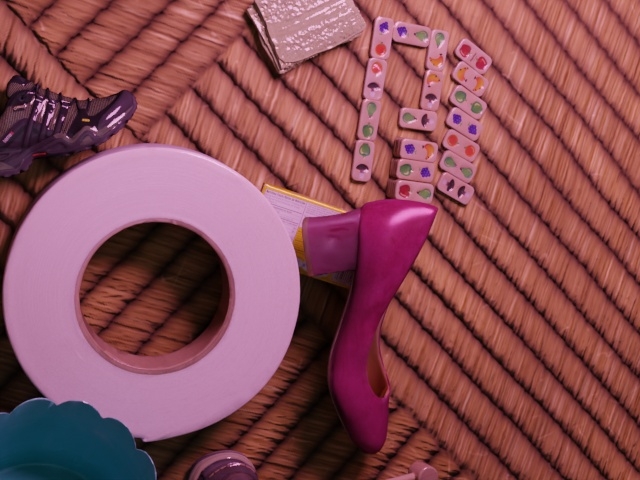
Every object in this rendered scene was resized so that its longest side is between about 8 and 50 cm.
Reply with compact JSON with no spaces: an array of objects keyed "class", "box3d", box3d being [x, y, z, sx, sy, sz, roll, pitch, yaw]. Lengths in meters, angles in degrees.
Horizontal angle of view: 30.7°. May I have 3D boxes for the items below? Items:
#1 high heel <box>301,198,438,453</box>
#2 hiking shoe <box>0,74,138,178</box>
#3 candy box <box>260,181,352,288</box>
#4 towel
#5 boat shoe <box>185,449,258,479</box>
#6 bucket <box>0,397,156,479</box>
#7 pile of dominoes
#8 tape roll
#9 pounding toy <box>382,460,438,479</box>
[{"class":"high heel","box3d":[0.096,0.127,1.585,0.181,0.127,0.377,-7,116,13]},{"class":"hiking shoe","box3d":[-0.345,-0.160,1.468,0.226,0.086,0.114,-23,107,-14]},{"class":"candy box","box3d":[0.000,0.000,1.619,0.205,0.027,0.105,19,97,-13]},{"class":"towel","box3d":[-0.019,-0.304,1.593,0.148,0.027,0.110,-28,104,-12]},{"class":"boat shoe","box3d":[-0.126,0.473,1.601,0.132,0.130,0.355,-8,99,-18]},{"class":"bucket","box3d":[-0.343,0.353,1.429,0.281,0.183,0.281,10,56,-15]},{"class":"pile of dominoes","box3d":[0.153,-0.179,1.662,0.196,0.040,0.251,7,95,-19]},{"class":"tape roll","box3d":[-0.220,0.068,1.531,0.392,0.072,0.392,-2,100,-14]},{"class":"pounding toy","box3d":[0.088,0.401,1.685,0.181,0.094,0.206,40,83,-20]}]
